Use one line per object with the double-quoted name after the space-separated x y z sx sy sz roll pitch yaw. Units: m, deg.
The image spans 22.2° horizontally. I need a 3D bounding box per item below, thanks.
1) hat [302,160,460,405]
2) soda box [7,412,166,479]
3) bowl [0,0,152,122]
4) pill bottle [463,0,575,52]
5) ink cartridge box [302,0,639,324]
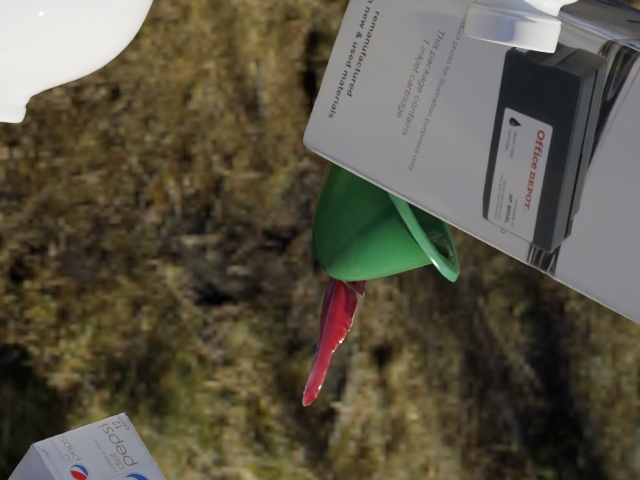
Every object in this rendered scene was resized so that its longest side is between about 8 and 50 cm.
0.000 0.000 1.341 0.208 0.183 0.173 67 14 16 "hat"
-0.176 0.200 1.020 0.074 0.216 0.069 -15 61 -45 "soda box"
-0.224 -0.143 0.909 0.298 0.298 0.134 4 97 -56 "bowl"
0.110 -0.160 0.840 0.067 0.067 0.120 -3 108 -56 "pill bottle"
0.234 -0.060 1.142 0.285 0.395 0.166 1 113 -48 "ink cartridge box"
